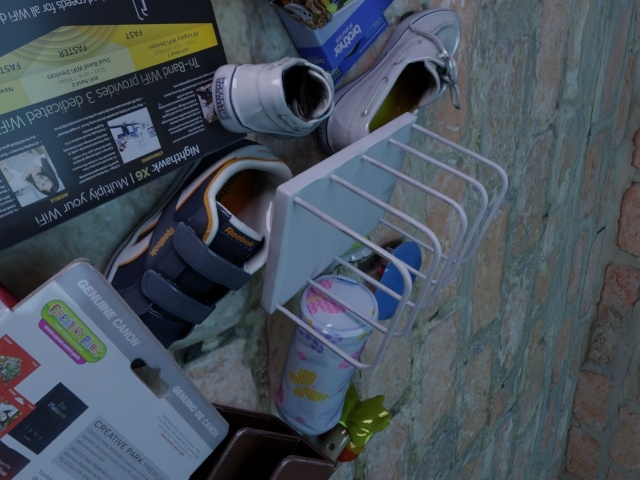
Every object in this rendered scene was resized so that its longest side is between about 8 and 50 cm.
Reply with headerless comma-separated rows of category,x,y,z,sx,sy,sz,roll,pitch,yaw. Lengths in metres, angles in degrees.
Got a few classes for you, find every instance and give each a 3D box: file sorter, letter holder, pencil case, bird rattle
file sorter,0.086,-0.005,0.607,0.277,0.173,0.193,-37,151,-41
letter holder,-0.152,0.412,0.686,0.214,0.151,0.302,35,79,-45
pencil case,0.006,0.180,0.734,0.124,0.113,0.273,-48,158,-47
bird rattle,0.039,0.389,0.901,0.254,0.143,0.207,-63,154,-4

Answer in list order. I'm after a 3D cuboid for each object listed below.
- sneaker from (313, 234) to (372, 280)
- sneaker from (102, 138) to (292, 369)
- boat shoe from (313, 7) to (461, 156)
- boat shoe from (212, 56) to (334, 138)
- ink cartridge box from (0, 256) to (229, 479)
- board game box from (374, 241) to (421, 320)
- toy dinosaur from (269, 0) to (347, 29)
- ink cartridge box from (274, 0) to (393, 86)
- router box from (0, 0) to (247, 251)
sneaker,0.000,0.000,0.755,0.208,0.081,0.094,-23,112,-46
sneaker,-0.149,0.019,0.564,0.126,0.127,0.321,35,80,-48
boat shoe,0.156,-0.254,0.756,0.367,0.156,0.136,-44,132,-25
boat shoe,-0.026,-0.176,0.581,0.267,0.088,0.096,-26,114,-67
ink cartridge box,-0.281,0.189,0.480,0.272,0.130,0.310,-43,131,-25
board game box,0.143,0.076,0.958,0.133,0.033,0.169,19,95,-53
toy dinosaur,-0.040,-0.370,0.446,0.218,0.164,0.322,-41,154,-3
ink cartridge box,0.007,-0.370,0.632,0.186,0.065,0.311,-53,137,-18
router box,-0.235,-0.159,0.438,0.308,0.080,0.243,-34,127,-34
